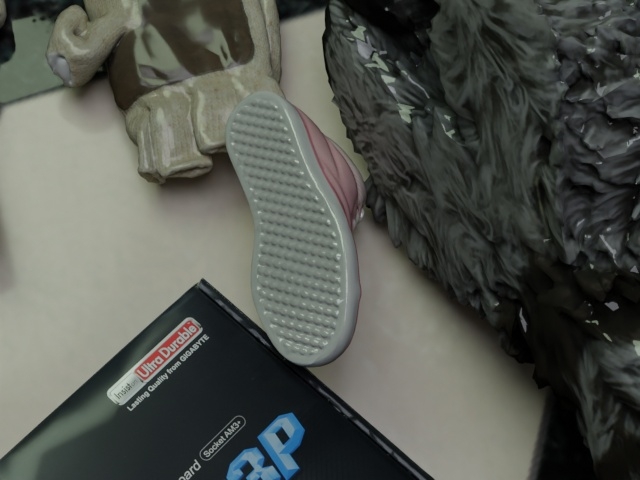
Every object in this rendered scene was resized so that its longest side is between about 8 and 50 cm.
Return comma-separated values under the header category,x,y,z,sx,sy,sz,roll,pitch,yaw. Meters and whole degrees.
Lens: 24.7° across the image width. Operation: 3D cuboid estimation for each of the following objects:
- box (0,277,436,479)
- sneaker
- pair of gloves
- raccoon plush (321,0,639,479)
category,x,y,z,sx,sy,sz,roll,pitch,yaw
box,-0.063,0.147,0.598,0.175,0.051,0.220,40,63,15
sneaker,0.000,0.000,0.662,0.051,0.070,0.134,-26,60,20
pair of gloves,-0.141,-0.101,0.722,0.240,0.042,0.204,-19,68,-13
raccoon plush,0.193,-0.044,0.673,0.299,0.216,0.447,-19,90,-23
